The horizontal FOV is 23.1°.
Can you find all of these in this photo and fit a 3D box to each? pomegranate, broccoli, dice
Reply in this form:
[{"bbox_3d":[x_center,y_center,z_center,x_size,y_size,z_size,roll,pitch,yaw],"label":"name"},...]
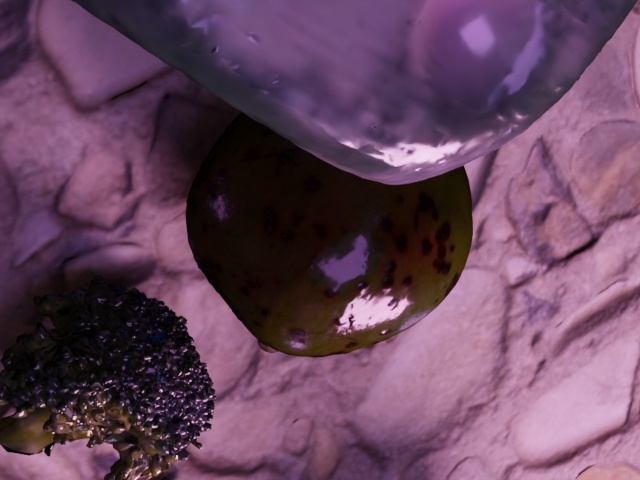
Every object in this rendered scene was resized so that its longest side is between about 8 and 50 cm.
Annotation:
[{"bbox_3d":[0.000,0.000,1.088,0.202,0.202,0.248,-11,148,-25],"label":"pomegranate"},{"bbox_3d":[-0.157,0.106,1.087,0.160,0.167,0.154,-38,98,26],"label":"broccoli"},{"bbox_3d":[-0.017,-0.253,0.840,0.348,0.328,0.330,28,98,-37],"label":"dice"}]
